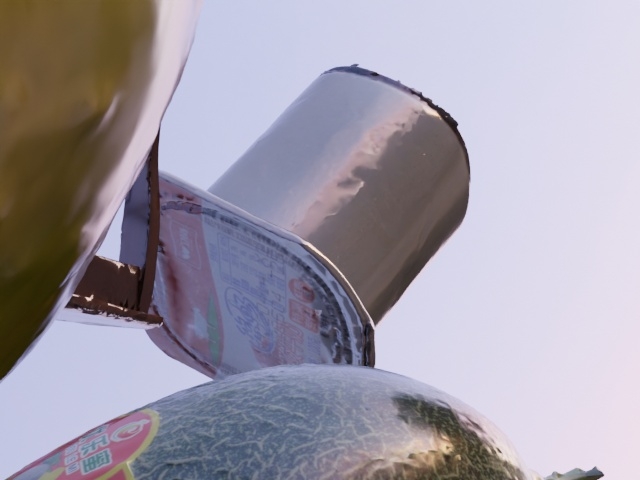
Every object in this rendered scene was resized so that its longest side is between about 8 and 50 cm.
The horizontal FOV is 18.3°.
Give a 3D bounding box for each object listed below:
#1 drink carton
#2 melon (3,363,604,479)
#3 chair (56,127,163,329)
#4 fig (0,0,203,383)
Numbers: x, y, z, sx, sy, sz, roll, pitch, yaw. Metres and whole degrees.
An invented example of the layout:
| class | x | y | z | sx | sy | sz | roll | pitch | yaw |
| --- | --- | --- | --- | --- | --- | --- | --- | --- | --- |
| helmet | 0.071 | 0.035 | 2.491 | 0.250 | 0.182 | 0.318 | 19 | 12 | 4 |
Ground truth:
| class | x | y | z | sx | sy | sz | roll | pitch | yaw |
| --- | --- | --- | --- | --- | --- | --- | --- | --- | --- |
| drink carton | 0.000 | 0.000 | 1.364 | 0.189 | 0.191 | 0.185 | -45 | -30 | -39 |
| melon | -0.034 | 0.141 | 0.667 | 0.288 | 0.182 | 0.182 | -27 | -31 | -6 |
| chair | -0.194 | 0.038 | 1.043 | 0.160 | 0.186 | 0.319 | 25 | -110 | -72 |
| fig | -0.170 | -0.088 | 0.438 | 0.343 | 0.343 | 0.343 | -39 | -30 | -27 |
